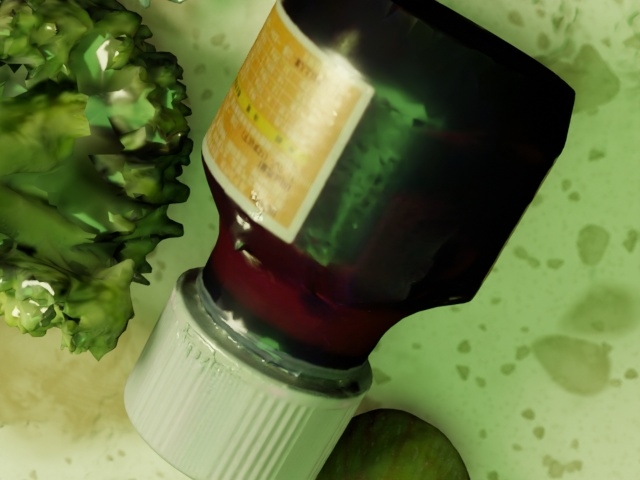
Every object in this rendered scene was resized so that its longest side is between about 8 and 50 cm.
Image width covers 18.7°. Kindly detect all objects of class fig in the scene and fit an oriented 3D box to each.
[{"bbox_3d":[0.034,0.233,1.508,0.149,0.245,0.149,6,115,12],"label":"fig"}]

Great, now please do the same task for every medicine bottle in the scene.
[{"bbox_3d":[0.000,0.000,1.440,0.242,0.242,0.395,32,106,0],"label":"medicine bottle"}]

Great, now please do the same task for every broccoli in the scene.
[{"bbox_3d":[-0.271,-0.079,1.447,0.348,0.281,0.293,11,109,3],"label":"broccoli"}]

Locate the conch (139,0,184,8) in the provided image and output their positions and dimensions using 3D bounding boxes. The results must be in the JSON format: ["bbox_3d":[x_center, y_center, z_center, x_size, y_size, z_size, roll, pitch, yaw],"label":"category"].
[{"bbox_3d":[-0.119,-0.264,1.459,0.135,0.102,0.153,-11,138,2],"label":"conch"}]
